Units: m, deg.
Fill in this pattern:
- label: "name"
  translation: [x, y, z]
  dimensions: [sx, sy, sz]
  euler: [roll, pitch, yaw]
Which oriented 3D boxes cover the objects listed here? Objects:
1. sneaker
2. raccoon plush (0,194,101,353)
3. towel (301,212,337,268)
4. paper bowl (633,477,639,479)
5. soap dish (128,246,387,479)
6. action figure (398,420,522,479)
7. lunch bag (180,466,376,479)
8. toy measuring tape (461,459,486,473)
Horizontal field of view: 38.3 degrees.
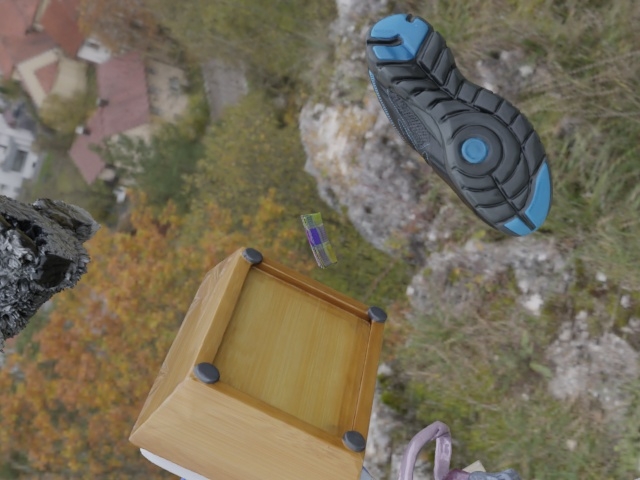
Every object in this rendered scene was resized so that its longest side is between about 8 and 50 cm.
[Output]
- label: "sneaker"
  translation: [0.182, -0.144, 1.217]
  dimensions: [0.341, 0.125, 0.139]
  euler: [57, 171, 15]
- label: "raccoon plush"
  translation: [-0.504, 0.102, 1.491]
  dimensions: [0.216, 0.446, 0.299]
  euler: [35, 97, 13]
- label: "towel"
  translation: [0.000, 0.000, 1.336]
  dimensions: [0.009, 0.060, 0.083]
  euler: [-22, 86, 25]
- label: "paper bowl"
  translation: [0.535, 0.510, 1.383]
  dimensions: [0.148, 0.284, 0.284]
  euler: [-36, 28, -21]
- label: "soap dish"
  translation: [-0.045, 0.143, 0.972]
  dimensions: [0.118, 0.229, 0.291]
  euler: [-60, 7, 31]
- label: "action figure"
  translation: [0.101, 0.422, 0.970]
  dimensions: [0.276, 0.248, 0.370]
  euler: [39, 106, 25]
- label: "lunch bag"
  translation: [-0.081, 0.521, 1.928]
  dimensions: [0.385, 0.328, 0.239]
  euler: [-33, 33, 53]
- label: "toy measuring tape"
  translation: [0.282, 0.450, 1.338]
  dimensions: [0.121, 0.121, 0.330]
  euler: [-20, 103, 51]
